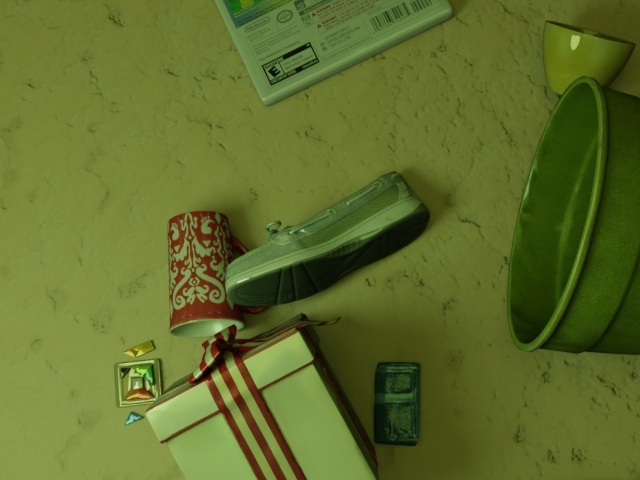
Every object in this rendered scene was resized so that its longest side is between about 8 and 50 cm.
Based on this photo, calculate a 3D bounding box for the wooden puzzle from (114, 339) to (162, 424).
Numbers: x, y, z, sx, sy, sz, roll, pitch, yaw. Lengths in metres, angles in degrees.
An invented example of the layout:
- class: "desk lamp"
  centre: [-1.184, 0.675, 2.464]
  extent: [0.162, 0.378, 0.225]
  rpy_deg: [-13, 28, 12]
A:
- class: "wooden puzzle"
  centre: [-0.276, 0.214, 1.579]
  extent: [0.079, 0.014, 0.116]
  rpy_deg: [-14, 78, 5]

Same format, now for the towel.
- class: "towel"
  centre: [0.111, 0.236, 1.516]
  extent: [0.067, 0.029, 0.119]
  rpy_deg: [0, 79, 8]

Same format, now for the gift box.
- class: "gift box"
  centre: [-0.061, 0.231, 1.425]
  extent: [0.276, 0.255, 0.258]
  rpy_deg: [-30, 91, -3]

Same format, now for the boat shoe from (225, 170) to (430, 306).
- class: "boat shoe"
  centre: [0.001, -0.002, 1.526]
  extent: [0.320, 0.118, 0.103]
  rpy_deg: [-25, 62, -11]

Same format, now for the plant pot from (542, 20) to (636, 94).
- class: "plant pot"
  centre: [0.382, -0.260, 1.541]
  extent: [0.134, 0.134, 0.095]
  rpy_deg: [17, 109, 11]

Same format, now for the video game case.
- class: "video game case"
  centre: [-0.001, -0.410, 1.658]
  extent: [0.329, 0.036, 0.300]
  rpy_deg: [-26, 77, 3]

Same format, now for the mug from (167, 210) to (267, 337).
- class: "mug"
  centre: [-0.163, 0.052, 1.566]
  extent: [0.113, 0.150, 0.169]
  rpy_deg: [-22, 68, 40]

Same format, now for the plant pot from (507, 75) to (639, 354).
- class: "plant pot"
  centre: [0.469, 0.002, 1.375]
  extent: [0.353, 0.366, 0.366]
  rpy_deg: [12, 80, -2]
